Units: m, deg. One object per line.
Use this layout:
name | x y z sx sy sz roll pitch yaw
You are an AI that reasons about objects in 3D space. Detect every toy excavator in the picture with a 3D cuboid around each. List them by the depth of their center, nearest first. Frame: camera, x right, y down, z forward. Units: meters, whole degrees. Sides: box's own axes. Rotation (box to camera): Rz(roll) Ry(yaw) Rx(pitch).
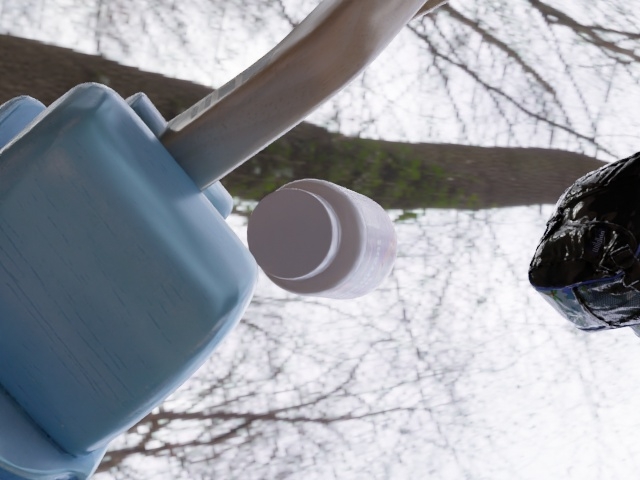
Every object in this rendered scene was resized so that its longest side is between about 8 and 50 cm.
toy excavator | -0.097 -0.030 0.800 0.445 0.433 0.222 -30 -73 25

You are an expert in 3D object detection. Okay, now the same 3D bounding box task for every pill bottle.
pill bottle | 0.000 0.000 1.246 0.108 0.193 0.108 -1 -94 17

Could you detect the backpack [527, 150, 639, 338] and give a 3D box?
backpack | 0.181 0.007 0.767 0.105 0.084 0.114 -58 -161 -24
